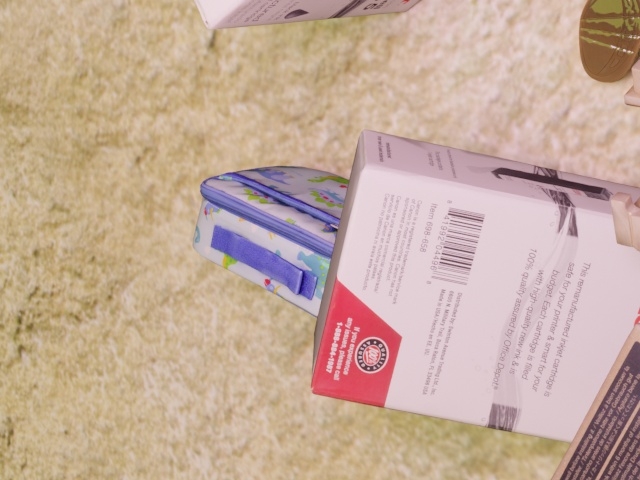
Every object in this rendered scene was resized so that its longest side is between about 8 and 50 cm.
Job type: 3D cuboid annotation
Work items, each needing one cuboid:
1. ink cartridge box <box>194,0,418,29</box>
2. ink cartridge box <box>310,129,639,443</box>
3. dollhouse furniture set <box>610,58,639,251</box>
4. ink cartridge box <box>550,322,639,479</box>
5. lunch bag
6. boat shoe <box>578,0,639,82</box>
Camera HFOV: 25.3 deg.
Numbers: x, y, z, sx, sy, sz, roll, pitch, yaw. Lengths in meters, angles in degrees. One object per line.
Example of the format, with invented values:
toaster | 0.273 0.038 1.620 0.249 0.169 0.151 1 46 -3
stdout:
ink cartridge box | 0.035 -0.278 1.175 0.198 0.273 0.115 -33 78 40
ink cartridge box | 0.144 0.042 1.151 0.272 0.114 0.197 12 111 -3
dollhouse furniture set | 0.321 0.036 1.001 0.355 0.303 0.174 18 137 39
ink cartridge box | 0.284 0.143 1.057 0.088 0.234 0.193 42 123 33
lunch bag | 0.000 0.000 1.320 0.219 0.176 0.090 26 114 36
boat shoe | 0.246 -0.205 1.162 0.056 0.048 0.153 11 112 27
